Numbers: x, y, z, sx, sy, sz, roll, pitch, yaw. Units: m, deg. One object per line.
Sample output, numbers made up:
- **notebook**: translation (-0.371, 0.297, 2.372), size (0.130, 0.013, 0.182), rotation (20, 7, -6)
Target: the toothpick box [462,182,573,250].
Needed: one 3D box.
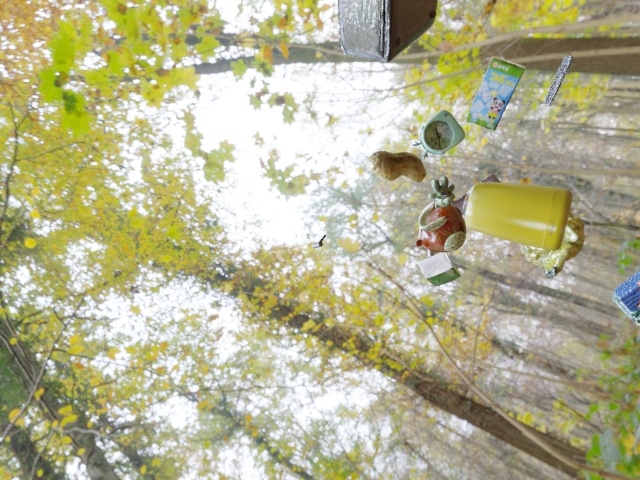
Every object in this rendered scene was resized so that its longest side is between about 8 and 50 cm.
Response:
- **toothpick box**: translation (0.556, -0.080, 1.277), size (0.175, 0.272, 0.174), rotation (-35, -48, -51)

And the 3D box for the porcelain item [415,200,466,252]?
- **porcelain item**: translation (0.522, -0.045, 1.998), size (0.253, 0.253, 0.252), rotation (-22, -60, -43)

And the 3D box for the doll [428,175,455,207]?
- **doll**: translation (0.505, -0.195, 1.835), size (0.115, 0.077, 0.150), rotation (-27, -51, 7)

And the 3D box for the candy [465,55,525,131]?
- **candy**: translation (0.522, -0.437, 1.334), size (0.062, 0.097, 0.194), rotation (-44, -23, -53)

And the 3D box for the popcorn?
- **popcorn**: translation (0.961, -0.026, 1.843), size (0.237, 0.293, 0.292), rotation (-17, -58, -11)

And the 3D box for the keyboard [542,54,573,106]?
- **keyboard**: translation (0.939, -0.631, 1.760), size (0.060, 0.018, 0.195), rotation (-83, 7, -64)

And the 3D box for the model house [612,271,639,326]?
- **model house**: translation (0.775, 0.142, 1.058), size (0.149, 0.148, 0.119), rotation (22, -56, -43)

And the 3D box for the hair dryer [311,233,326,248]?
- **hair dryer**: translation (0.000, 0.000, 1.856), size (0.026, 0.047, 0.083), rotation (53, -131, -20)

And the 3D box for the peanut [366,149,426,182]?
- **peanut**: translation (0.265, -0.253, 1.522), size (0.230, 0.098, 0.103), rotation (2, -38, -18)

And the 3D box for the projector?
- **projector**: translation (0.250, -0.901, 1.560), size (0.395, 0.242, 0.405), rotation (-46, -33, -32)

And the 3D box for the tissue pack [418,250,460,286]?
- **tissue pack**: translation (0.596, 0.126, 2.259), size (0.148, 0.156, 0.209), rotation (-29, -27, 18)

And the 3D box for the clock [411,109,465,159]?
- **clock**: translation (0.487, -0.435, 1.875), size (0.211, 0.066, 0.159), rotation (-37, -89, 0)

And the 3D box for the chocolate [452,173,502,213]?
- **chocolate**: translation (0.743, -0.198, 2.190), size (0.321, 0.112, 0.112), rotation (-41, -5, 31)
